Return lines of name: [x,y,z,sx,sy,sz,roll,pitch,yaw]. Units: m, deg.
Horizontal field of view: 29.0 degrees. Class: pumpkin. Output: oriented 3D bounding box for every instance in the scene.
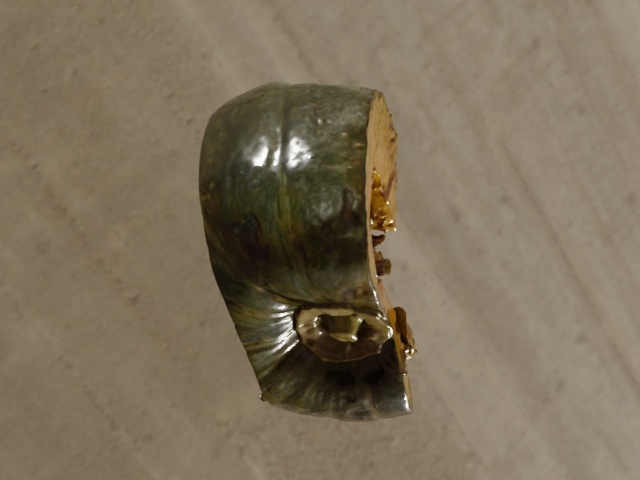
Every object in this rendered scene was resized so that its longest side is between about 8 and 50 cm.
pumpkin: [-0.001,0.000,1.007,0.139,0.190,0.280,-4,-42,10]
